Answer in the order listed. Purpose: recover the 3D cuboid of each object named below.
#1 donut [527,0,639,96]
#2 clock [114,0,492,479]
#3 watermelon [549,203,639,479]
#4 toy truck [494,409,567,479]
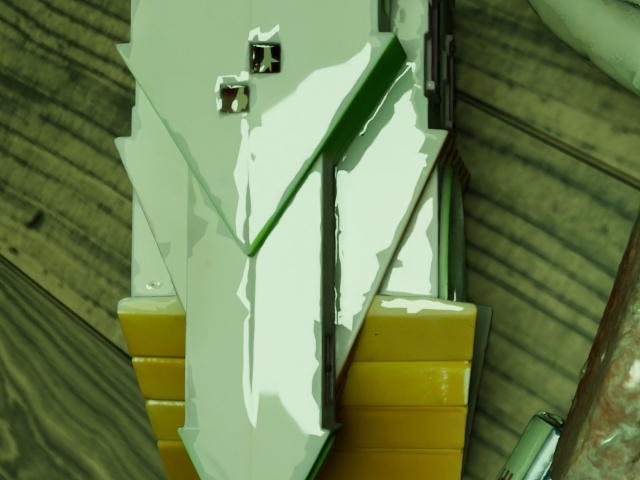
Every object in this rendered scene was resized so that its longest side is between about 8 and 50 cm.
[{"bbox_3d":[0.261,-0.215,0.524,0.382,0.142,0.383,-7,75,24],"label":"donut"},{"bbox_3d":[-0.001,0.000,0.560,0.166,0.235,0.310,1,87,11],"label":"clock"},{"bbox_3d":[0.195,0.092,0.399,0.318,0.226,0.148,49,130,43],"label":"watermelon"},{"bbox_3d":[0.097,0.174,0.545,0.088,0.074,0.202,31,92,34],"label":"toy truck"}]
